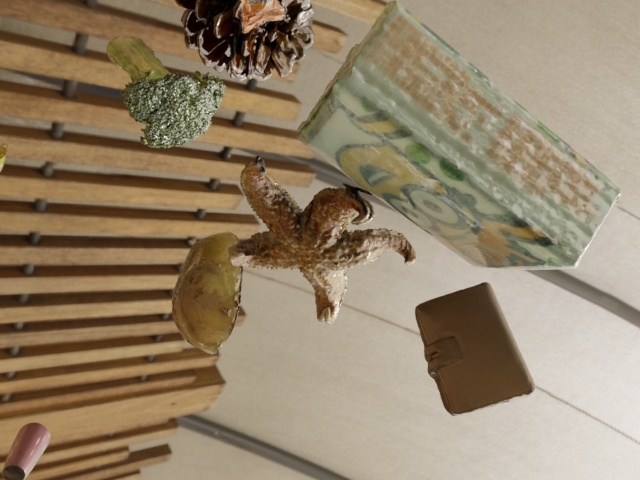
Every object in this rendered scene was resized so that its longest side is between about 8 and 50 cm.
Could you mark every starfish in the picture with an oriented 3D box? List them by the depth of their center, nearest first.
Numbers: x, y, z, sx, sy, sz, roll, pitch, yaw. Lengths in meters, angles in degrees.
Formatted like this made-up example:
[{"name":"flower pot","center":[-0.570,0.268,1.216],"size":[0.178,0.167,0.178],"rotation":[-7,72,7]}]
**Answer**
[{"name":"starfish","center":[0.002,0.002,0.904],"size":[0.303,0.311,0.113],"rotation":[126,-20,-48]}]

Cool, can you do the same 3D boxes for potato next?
[{"name":"potato","center":[-0.273,0.109,1.325],"size":[0.239,0.115,0.299],"rotation":[-50,-146,42]}]

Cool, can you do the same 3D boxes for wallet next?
[{"name":"wallet","center":[0.188,0.136,0.741],"size":[0.039,0.117,0.153],"rotation":[74,2,-64]}]

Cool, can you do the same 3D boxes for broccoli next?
[{"name":"broccoli","center":[-0.440,-0.395,1.490],"size":[0.361,0.252,0.221],"rotation":[28,-30,16]}]

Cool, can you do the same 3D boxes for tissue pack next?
[{"name":"tissue pack","center":[0.138,-0.093,0.671],"size":[0.128,0.310,0.228],"rotation":[-56,-172,-7]}]

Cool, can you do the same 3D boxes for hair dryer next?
[{"name":"hair dryer","center":[-0.515,0.401,1.002],"size":[0.106,0.053,0.154],"rotation":[-100,-148,-66]}]

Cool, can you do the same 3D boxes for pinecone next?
[{"name":"pinecone","center":[-0.193,-0.628,1.632],"size":[0.397,0.397,0.399],"rotation":[-1,-92,49]}]

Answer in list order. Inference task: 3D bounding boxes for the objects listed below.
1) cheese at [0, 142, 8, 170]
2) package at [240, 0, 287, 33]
[{"name":"cheese","center":[-0.714,-0.157,1.186],"size":[0.250,0.156,0.064],"rotation":[24,-33,41]},{"name":"package","center":[-0.092,-0.374,0.931],"size":[0.033,0.077,0.111],"rotation":[47,-17,17]}]
